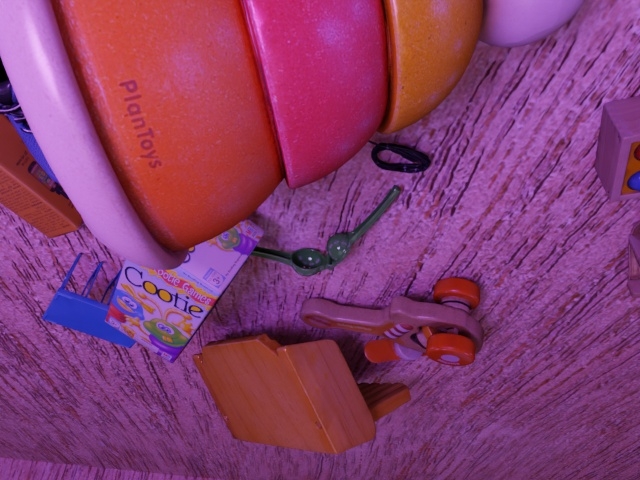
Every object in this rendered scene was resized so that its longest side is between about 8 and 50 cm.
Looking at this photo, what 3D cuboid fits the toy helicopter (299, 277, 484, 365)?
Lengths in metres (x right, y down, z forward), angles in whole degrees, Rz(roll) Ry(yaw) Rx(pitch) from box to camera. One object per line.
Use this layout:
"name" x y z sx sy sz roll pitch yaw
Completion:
"toy helicopter" 0.135 0.171 0.957 0.356 0.140 0.234 7 150 14

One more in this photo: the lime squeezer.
"lime squeezer" 0.000 0.000 0.803 0.311 0.058 0.109 -18 108 20

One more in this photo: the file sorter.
"file sorter" -0.412 0.115 0.929 0.170 0.104 0.118 28 135 -24

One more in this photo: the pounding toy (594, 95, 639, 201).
"pounding toy" 0.428 -0.116 0.581 0.141 0.100 0.130 -9 138 16

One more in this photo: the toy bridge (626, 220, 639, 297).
"toy bridge" 0.504 0.015 0.756 0.026 0.063 0.188 -8 137 15

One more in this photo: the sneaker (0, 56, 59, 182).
"sneaker" -0.348 -0.179 0.545 0.130 0.147 0.329 3 140 2

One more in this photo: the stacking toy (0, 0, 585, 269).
"stacking toy" 0.017 -0.187 0.438 0.481 0.350 0.350 -13 139 -5

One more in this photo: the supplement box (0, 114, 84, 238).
"supplement box" -0.445 -0.103 0.697 0.080 0.078 0.233 -17 135 24

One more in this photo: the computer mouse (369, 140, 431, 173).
"computer mouse" 0.050 -0.150 0.633 0.242 0.041 0.071 23 146 -30

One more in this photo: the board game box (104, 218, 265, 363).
"board game box" -0.226 0.062 0.786 0.142 0.144 0.275 35 137 -5

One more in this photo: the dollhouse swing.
"dollhouse swing" -0.025 0.290 1.078 0.347 0.305 0.314 -19 99 47
